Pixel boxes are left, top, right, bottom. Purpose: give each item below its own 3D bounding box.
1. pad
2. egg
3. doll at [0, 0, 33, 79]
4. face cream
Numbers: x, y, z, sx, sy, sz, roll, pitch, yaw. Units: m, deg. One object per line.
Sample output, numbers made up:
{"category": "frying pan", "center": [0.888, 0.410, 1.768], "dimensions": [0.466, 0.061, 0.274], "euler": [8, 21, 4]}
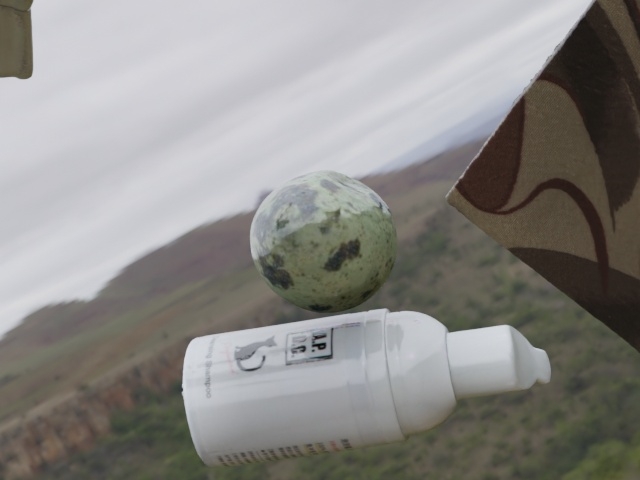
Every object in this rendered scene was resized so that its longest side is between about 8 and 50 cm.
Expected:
{"category": "pad", "center": [0.222, -0.030, 0.951], "dimensions": [0.004, 0.220, 0.330], "euler": [-50, -5, -26]}
{"category": "egg", "center": [0.000, 0.000, 1.340], "dimensions": [0.141, 0.141, 0.181], "euler": [-29, -19, 19]}
{"category": "doll", "center": [-0.408, -0.210, 1.034], "dimensions": [0.423, 0.161, 0.348], "euler": [-11, -36, 7]}
{"category": "face cream", "center": [0.052, 0.143, 1.417], "dimensions": [0.369, 0.145, 0.145], "euler": [-11, 4, 10]}
